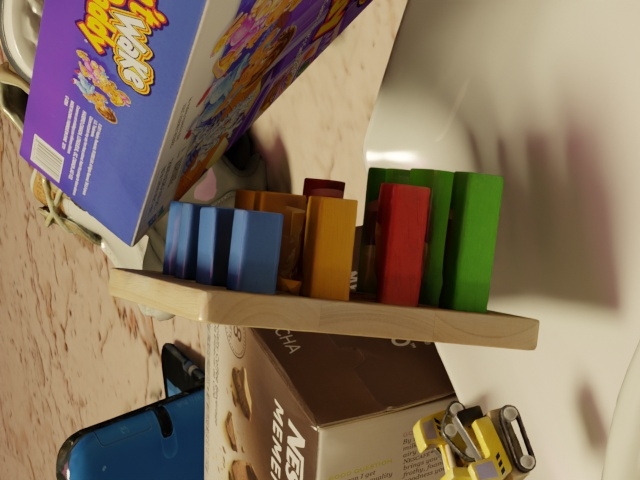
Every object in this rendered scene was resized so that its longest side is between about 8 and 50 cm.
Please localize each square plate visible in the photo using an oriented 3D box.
[{"bbox_3d":[0.126,-0.009,0.868,0.347,0.049,0.344,109,146,-53],"label":"square plate"}]

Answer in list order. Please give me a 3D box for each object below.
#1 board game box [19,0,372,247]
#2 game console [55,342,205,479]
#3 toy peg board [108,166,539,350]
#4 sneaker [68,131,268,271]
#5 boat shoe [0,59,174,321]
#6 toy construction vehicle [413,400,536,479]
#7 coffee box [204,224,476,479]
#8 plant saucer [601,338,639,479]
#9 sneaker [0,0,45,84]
[{"bbox_3d":[-0.018,-0.163,0.886,0.078,0.233,0.347,39,155,6],"label":"board game box"},{"bbox_3d":[-0.136,0.253,1.548,0.173,0.250,0.293,3,104,42],"label":"game console"},{"bbox_3d":[0.000,0.000,0.933,0.161,0.161,0.079,-173,89,-69],"label":"toy peg board"},{"bbox_3d":[-0.103,-0.057,1.419,0.286,0.109,0.130,40,127,50],"label":"sneaker"},{"bbox_3d":[-0.183,-0.046,1.605,0.113,0.103,0.302,99,152,-43],"label":"boat shoe"},{"bbox_3d":[0.074,0.120,0.951,0.086,0.035,0.098,124,132,-63],"label":"toy construction vehicle"},{"bbox_3d":[0.013,0.162,1.152,0.168,0.119,0.297,-126,31,-49],"label":"coffee box"},{"bbox_3d":[0.227,0.173,0.591,0.400,0.100,0.400,167,90,-68],"label":"plant saucer"},{"bbox_3d":[-0.138,-0.249,1.244,0.127,0.126,0.321,-172,100,-72],"label":"sneaker"}]
